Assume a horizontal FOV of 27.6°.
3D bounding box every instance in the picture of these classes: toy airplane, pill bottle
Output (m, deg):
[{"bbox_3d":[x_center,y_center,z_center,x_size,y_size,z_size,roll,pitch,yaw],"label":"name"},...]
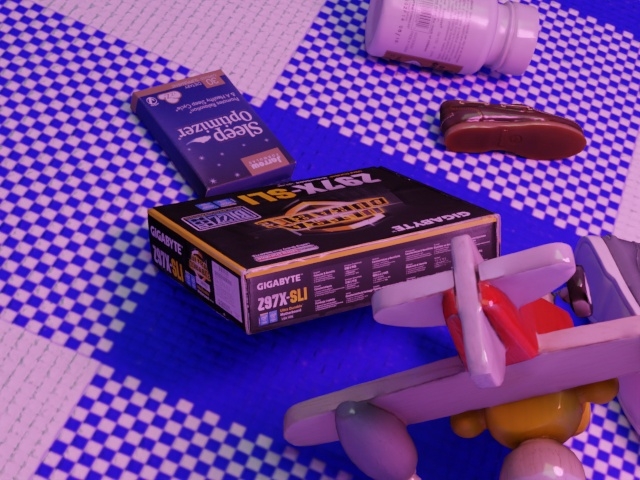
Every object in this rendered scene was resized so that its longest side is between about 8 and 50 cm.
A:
[{"bbox_3d":[0.201,0.146,1.292,0.384,0.386,0.272,-3,74,-27],"label":"toy airplane"},{"bbox_3d":[0.188,-0.308,1.863,0.229,0.131,0.131,11,46,-9],"label":"pill bottle"}]

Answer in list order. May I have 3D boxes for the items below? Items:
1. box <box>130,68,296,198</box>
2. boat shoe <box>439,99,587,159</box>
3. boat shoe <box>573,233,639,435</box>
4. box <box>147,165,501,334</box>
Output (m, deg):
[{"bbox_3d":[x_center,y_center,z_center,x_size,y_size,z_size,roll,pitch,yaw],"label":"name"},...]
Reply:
[{"bbox_3d":[-0.127,-0.122,1.656,0.136,0.036,0.225,-20,59,-32],"label":"box"},{"bbox_3d":[0.265,-0.160,1.794,0.207,0.073,0.073,6,49,-14],"label":"boat shoe"},{"bbox_3d":[0.398,0.114,1.559,0.099,0.116,0.319,-1,44,-14],"label":"boat shoe"},{"bbox_3d":[0.000,0.000,1.473,0.322,0.079,0.257,-12,20,-27],"label":"box"}]
